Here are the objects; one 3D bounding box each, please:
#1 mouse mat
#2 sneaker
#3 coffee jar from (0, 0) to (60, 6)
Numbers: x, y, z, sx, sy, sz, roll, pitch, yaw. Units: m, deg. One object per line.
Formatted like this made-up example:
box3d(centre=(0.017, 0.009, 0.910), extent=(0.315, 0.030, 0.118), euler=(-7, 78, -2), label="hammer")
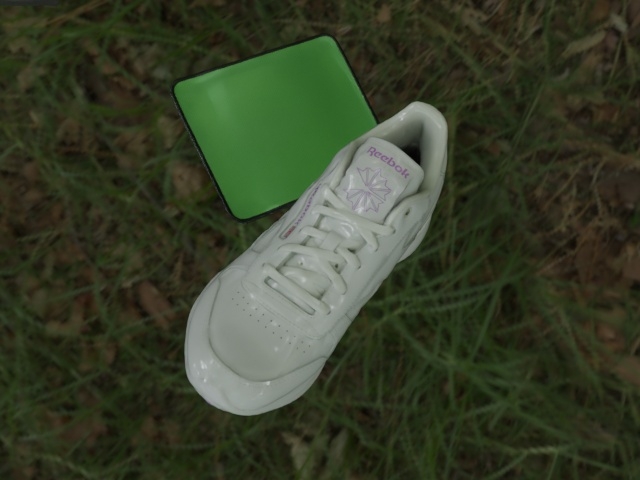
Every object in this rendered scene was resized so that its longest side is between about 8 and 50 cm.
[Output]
box3d(centre=(-0.033, -0.110, 1.115), extent=(0.152, 0.190, 0.007), euler=(64, 154, 8), label="mouse mat")
box3d(centre=(0.000, 0.000, 0.895), extent=(0.114, 0.305, 0.152), euler=(33, 143, 9), label="sneaker")
box3d(centre=(-0.326, -0.341, 1.256), extent=(0.096, 0.079, 0.184), euler=(-4, 79, -11), label="coffee jar")
